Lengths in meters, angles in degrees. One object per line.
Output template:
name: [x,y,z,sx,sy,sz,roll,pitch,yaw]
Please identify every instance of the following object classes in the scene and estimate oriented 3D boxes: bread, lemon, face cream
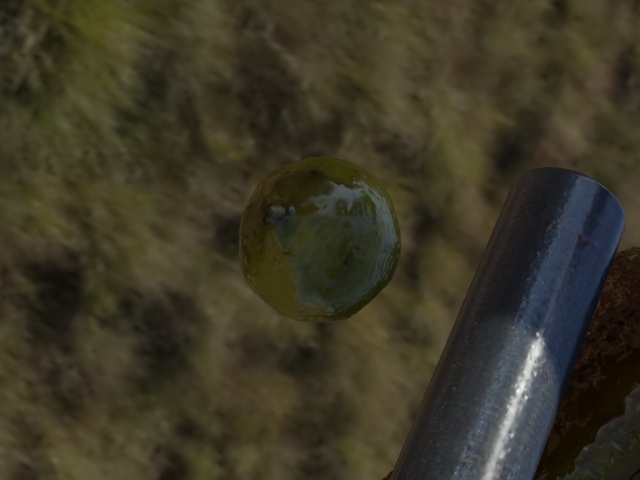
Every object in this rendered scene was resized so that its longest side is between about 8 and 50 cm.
bread: [0.109,0.153,1.266,0.380,0.185,0.109,-40,118,-8]
lemon: [0.000,0.000,0.975,0.082,0.082,0.111,-63,170,0]
face cream: [0.098,0.085,1.116,0.073,0.073,0.283,73,34,-49]
